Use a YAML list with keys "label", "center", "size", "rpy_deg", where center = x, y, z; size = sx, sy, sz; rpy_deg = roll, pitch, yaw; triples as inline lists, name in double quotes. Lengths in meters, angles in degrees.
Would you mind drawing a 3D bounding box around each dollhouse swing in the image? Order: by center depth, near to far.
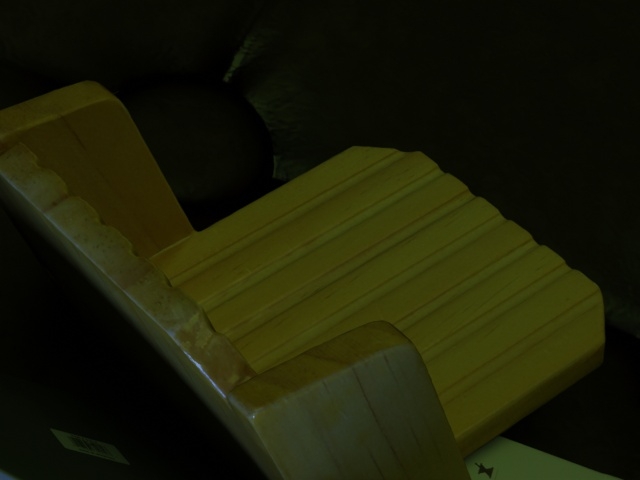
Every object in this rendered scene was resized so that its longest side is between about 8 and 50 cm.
- label: "dollhouse swing"
  center: [0.000, 0.000, 1.230]
  size: [0.305, 0.315, 0.347]
  rpy_deg: [-40, 52, -13]

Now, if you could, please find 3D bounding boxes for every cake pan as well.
- label: "cake pan"
  center: [-0.157, 0.160, 1.132]
  size: [0.293, 0.054, 0.293]
  rpy_deg: [23, 6, -3]

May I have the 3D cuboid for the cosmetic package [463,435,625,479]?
- label: "cosmetic package"
  center: [0.176, 0.337, 1.174]
  size: [0.284, 0.097, 0.377]
  rpy_deg: [22, 51, 2]
